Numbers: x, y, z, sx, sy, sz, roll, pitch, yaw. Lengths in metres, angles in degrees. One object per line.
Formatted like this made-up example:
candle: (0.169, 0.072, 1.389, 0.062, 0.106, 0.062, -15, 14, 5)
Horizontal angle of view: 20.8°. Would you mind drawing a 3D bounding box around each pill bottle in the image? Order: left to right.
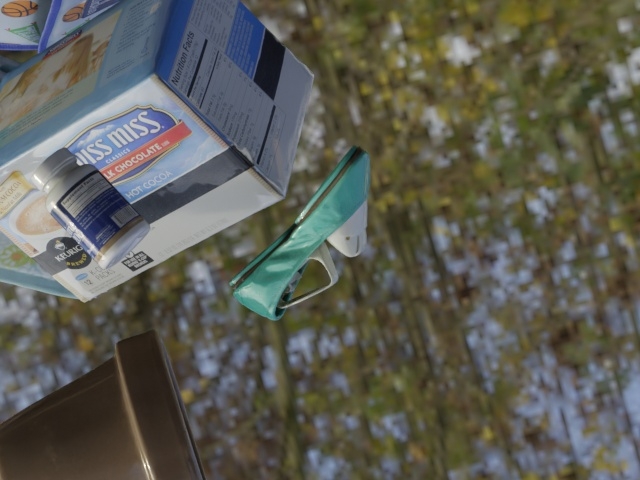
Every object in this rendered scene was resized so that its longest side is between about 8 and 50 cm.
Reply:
pill bottle: (-0.235, -0.034, 1.761, 0.067, 0.120, 0.067, -43, 176, -4)

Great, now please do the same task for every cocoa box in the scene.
cocoa box: (-0.221, -0.130, 2.087, 0.347, 0.228, 0.231, -26, -145, 32)

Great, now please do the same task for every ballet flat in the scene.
ballet flat: (0.000, 0.000, 1.890, 0.247, 0.087, 0.083, -47, -179, 32)

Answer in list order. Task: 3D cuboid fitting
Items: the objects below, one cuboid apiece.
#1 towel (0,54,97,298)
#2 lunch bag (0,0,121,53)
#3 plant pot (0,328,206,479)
towel: (-0.401, -0.086, 2.394, 0.374, 0.320, 0.090, 16, -150, -31)
lunch bag: (-0.410, -0.412, 2.433, 0.386, 0.239, 0.328, 3, 158, -16)
plant pot: (-0.265, 0.263, 2.098, 0.229, 0.263, 0.263, -18, -169, -3)
